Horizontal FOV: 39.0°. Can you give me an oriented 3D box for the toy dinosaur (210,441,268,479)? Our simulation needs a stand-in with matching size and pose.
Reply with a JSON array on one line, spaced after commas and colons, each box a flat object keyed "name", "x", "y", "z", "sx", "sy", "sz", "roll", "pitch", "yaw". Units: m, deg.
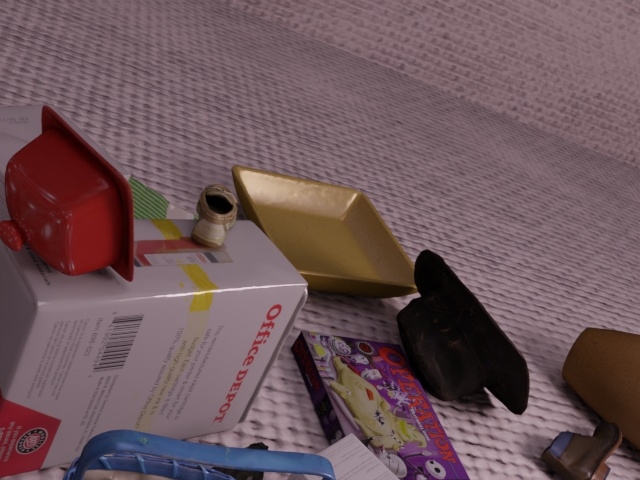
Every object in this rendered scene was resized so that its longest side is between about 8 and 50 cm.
[{"name": "toy dinosaur", "x": -0.117, "y": 0.312, "z": 1.127, "sx": 0.118, "sy": 0.064, "sz": 0.268, "roll": -14, "pitch": 12, "yaw": -2}]

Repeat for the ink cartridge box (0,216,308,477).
[{"name": "ink cartridge box", "x": -0.245, "y": 0.124, "z": 1.144, "sx": 0.384, "sy": 0.279, "sz": 0.160, "roll": -1, "pitch": 38, "yaw": -43}]

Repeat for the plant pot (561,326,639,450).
[{"name": "plant pot", "x": 0.614, "y": 0.278, "z": 1.768, "sx": 0.254, "sy": 0.237, "sz": 0.237, "roll": 28, "pitch": 24, "yaw": 31}]

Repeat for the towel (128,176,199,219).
[{"name": "towel", "x": -0.233, "y": 0.044, "z": 1.423, "sx": 0.325, "sy": 0.038, "sz": 0.248, "roll": 30, "pitch": 43, "yaw": -26}]

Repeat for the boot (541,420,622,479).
[{"name": "boot", "x": 0.467, "y": 0.361, "z": 1.612, "sx": 0.106, "sy": 0.082, "sz": 0.219, "roll": 37, "pitch": 31, "yaw": 10}]

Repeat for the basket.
[{"name": "basket", "x": -0.148, "y": 0.302, "z": 0.919, "sx": 0.255, "sy": 0.289, "sz": 0.201, "roll": 14, "pitch": 31, "yaw": -24}]

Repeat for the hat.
[{"name": "hat", "x": 0.217, "y": 0.187, "z": 1.578, "sx": 0.134, "sy": 0.331, "sz": 0.331, "roll": -29, "pitch": 54, "yaw": -13}]

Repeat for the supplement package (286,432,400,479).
[{"name": "supplement package", "x": 0.061, "y": 0.388, "z": 1.130, "sx": 0.244, "sy": 0.139, "sz": 0.134, "roll": 41, "pitch": 29, "yaw": 22}]

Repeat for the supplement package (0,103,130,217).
[{"name": "supplement package", "x": -0.409, "y": -0.007, "z": 1.190, "sx": 0.175, "sy": 0.293, "sz": 0.177, "roll": 40, "pitch": 30, "yaw": 21}]

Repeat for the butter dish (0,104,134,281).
[{"name": "butter dish", "x": -0.278, "y": -0.028, "z": 0.942, "sx": 0.118, "sy": 0.160, "sz": 0.160, "roll": -32, "pitch": 62, "yaw": -33}]

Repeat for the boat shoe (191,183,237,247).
[{"name": "boat shoe", "x": -0.134, "y": -0.043, "z": 1.179, "sx": 0.056, "sy": 0.048, "sz": 0.153, "roll": 22, "pitch": 24, "yaw": -6}]

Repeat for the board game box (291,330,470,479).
[{"name": "board game box", "x": 0.097, "y": 0.286, "z": 1.436, "sx": 0.208, "sy": 0.056, "sz": 0.347, "roll": 15, "pitch": 30, "yaw": -32}]

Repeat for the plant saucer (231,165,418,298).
[{"name": "plant saucer", "x": 0.000, "y": 0.000, "z": 1.785, "sx": 0.333, "sy": 0.081, "sz": 0.333, "roll": 10, "pitch": 33, "yaw": -33}]
